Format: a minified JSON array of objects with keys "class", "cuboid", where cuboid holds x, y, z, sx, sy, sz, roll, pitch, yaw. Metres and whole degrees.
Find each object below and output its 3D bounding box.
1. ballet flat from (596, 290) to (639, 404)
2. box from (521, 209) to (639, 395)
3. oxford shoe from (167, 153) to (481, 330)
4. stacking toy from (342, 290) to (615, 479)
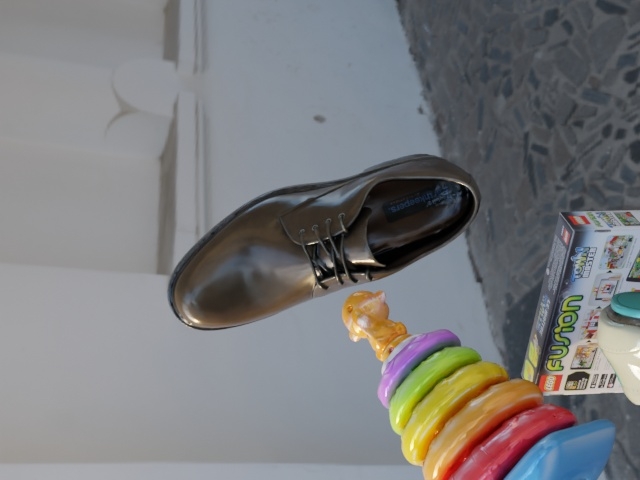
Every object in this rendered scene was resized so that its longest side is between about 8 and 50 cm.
[{"class":"ballet flat","cuboid":[0.286,0.062,0.370,0.249,0.086,0.086,-6,75,29]},{"class":"box","cuboid":[0.278,0.067,0.679,0.036,0.114,0.206,-98,9,-58]},{"class":"oxford shoe","cuboid":[0.000,0.000,0.455,0.096,0.227,0.082,-122,7,-79]},{"class":"stacking toy","cuboid":[0.119,0.156,0.686,0.302,0.166,0.175,46,114,36]}]
